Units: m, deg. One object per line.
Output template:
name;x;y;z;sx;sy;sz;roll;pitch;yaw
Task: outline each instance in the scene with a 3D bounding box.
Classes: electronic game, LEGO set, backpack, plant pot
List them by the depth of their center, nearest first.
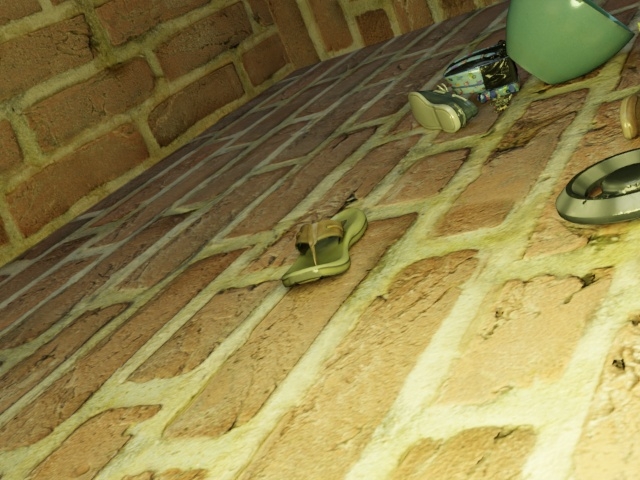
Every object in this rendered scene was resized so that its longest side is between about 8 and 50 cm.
electronic game;0.455;-0.081;1.314;0.229;0.048;0.229;-22;16;7
plant pot;0.538;-0.474;2.073;0.195;0.290;0.290;-56;5;23
LEGO set;0.421;-0.319;2.115;0.054;0.023;0.083;-13;33;37
backpack;0.396;-0.406;2.234;0.173;0.117;0.158;-17;18;17

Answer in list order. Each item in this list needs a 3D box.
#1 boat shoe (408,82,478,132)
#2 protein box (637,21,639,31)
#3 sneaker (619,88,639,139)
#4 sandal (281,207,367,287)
boat shoe;0.287;-0.319;2.153;0.079;0.095;0.254;-28;19;-11
protein box;0.628;-0.270;1.395;0.199;0.201;0.136;-20;18;10
sneaker;0.578;-0.234;1.581;0.071;0.066;0.188;-8;24;38
sandal;-0.001;0.000;1.586;0.120;0.086;0.303;-16;18;21
